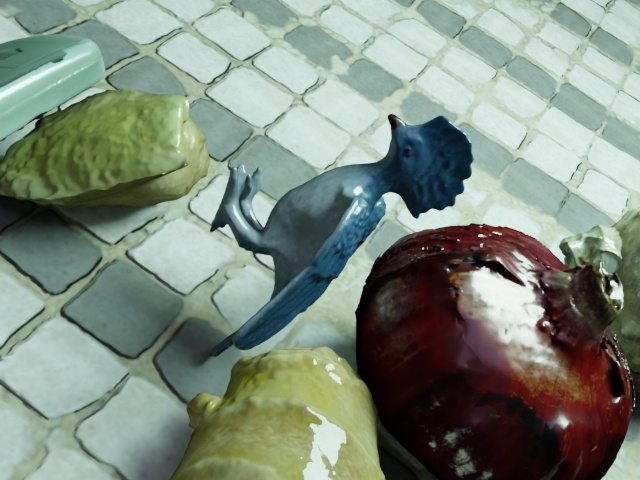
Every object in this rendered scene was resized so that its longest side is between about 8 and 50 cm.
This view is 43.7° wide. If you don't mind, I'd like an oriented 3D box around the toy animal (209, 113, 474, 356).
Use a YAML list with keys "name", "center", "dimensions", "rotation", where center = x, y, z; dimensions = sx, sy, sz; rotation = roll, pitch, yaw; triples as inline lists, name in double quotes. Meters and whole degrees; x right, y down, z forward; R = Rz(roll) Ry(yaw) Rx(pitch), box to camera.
- name: "toy animal"
  center: [0.000, 0.000, 0.641]
  dimensions: [0.176, 0.256, 0.239]
  rotation: [24, 13, 8]

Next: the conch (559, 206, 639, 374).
- name: "conch"
  center: [0.368, 0.070, 0.824]
  dimensions: [0.291, 0.159, 0.210]
  rotation: [33, 16, -6]

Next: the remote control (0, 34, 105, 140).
- name: "remote control"
  center: [-0.320, -0.106, 0.680]
  dimensions: [0.140, 0.056, 0.296]
  rotation: [8, 35, 28]

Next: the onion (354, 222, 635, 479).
- name: "onion"
  center: [0.151, 0.087, 0.652]
  dimensions: [0.252, 0.219, 0.252]
  rotation: [19, 48, -22]

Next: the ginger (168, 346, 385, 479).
- name: "ginger"
  center: [-0.055, 0.206, 0.508]
  dimensions: [0.190, 0.126, 0.354]
  rotation: [34, 47, 11]

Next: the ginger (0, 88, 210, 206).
- name: "ginger"
  center: [-0.194, -0.067, 0.727]
  dimensions: [0.193, 0.123, 0.115]
  rotation: [-8, 68, 9]
